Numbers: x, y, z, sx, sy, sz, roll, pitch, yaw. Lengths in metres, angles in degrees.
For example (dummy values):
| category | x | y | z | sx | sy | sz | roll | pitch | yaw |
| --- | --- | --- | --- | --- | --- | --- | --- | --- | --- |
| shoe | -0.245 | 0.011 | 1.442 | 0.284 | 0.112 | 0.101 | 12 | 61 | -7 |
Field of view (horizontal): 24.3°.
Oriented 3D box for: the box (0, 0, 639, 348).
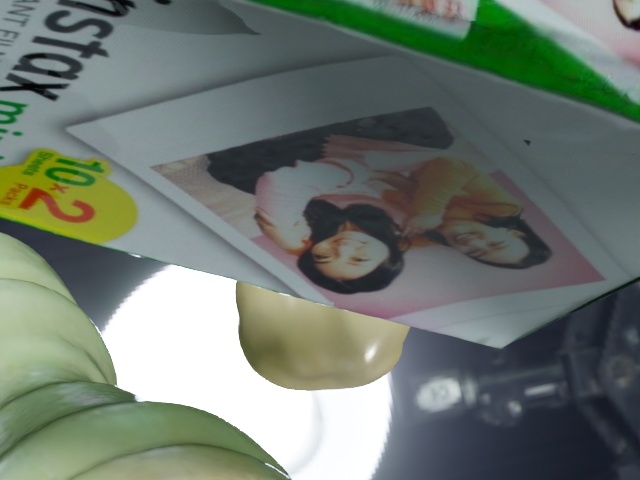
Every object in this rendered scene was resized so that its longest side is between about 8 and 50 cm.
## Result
| category | x | y | z | sx | sy | sz | roll | pitch | yaw |
| --- | --- | --- | --- | --- | --- | --- | --- | --- | --- |
| box | 0.001 | -0.057 | 0.415 | 0.180 | 0.250 | 0.103 | -37 | -134 | 55 |

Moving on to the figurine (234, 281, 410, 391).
| category | x | y | z | sx | sy | sz | roll | pitch | yaw |
| --- | --- | --- | --- | --- | --- | --- | --- | --- | --- |
| figurine | 0.000 | 0.000 | 0.915 | 0.114 | 0.108 | 0.196 | 115 | -20 | -45 |

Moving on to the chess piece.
| category | x | y | z | sx | sy | sz | roll | pitch | yaw |
| --- | --- | --- | --- | --- | --- | --- | --- | --- | --- |
| chess piece | -0.174 | 0.150 | 0.968 | 0.442 | 0.234 | 0.234 | 36 | -40 | 53 |
